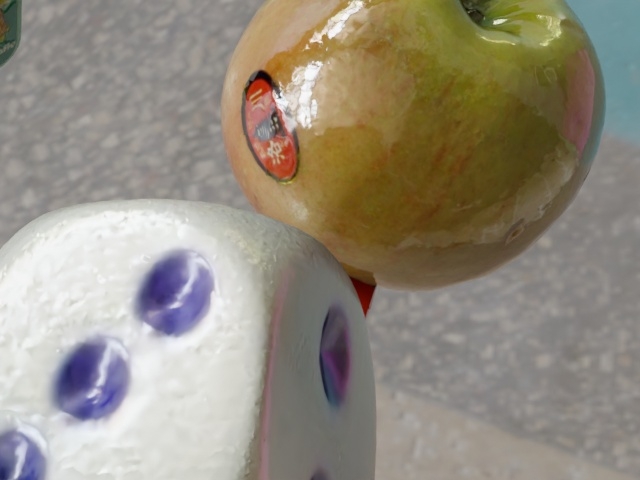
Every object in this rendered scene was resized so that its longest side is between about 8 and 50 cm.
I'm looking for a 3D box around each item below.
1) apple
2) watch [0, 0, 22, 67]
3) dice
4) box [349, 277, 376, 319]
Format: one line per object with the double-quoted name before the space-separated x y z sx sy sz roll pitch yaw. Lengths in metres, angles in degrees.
"apple" 0.088 -0.126 1.693 0.338 0.305 0.338 24 45 -26
"watch" -0.357 -0.249 1.682 0.195 0.237 0.068 39 60 20
"dice" -0.119 0.156 1.423 0.277 0.304 0.304 -3 68 19
"box" 0.000 0.000 1.802 0.139 0.245 0.035 29 120 -5
